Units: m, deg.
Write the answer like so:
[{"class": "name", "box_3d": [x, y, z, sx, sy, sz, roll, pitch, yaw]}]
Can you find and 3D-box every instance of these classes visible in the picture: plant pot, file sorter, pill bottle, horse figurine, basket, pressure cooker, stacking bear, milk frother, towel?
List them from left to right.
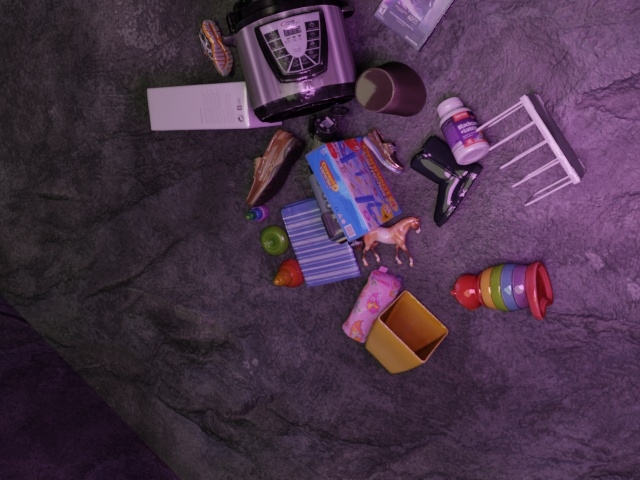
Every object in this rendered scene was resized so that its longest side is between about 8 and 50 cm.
[{"class": "pressure cooker", "box_3d": [-0.092, -0.621, 1.763, 0.376, 0.370, 0.420, -7, 100, 41]}, {"class": "towel", "box_3d": [0.000, 0.000, 2.089, 0.243, 0.040, 0.336, -15, 98, 28]}, {"class": "milk frother", "box_3d": [0.037, -0.388, 1.924, 0.134, 0.143, 0.129, 100, 152, -59]}, {"class": "horse figurine", "box_3d": [0.229, 0.004, 1.943, 0.263, 0.066, 0.174, 1, 110, 26]}, {"class": "basket", "box_3d": [0.210, -0.475, 1.721, 0.204, 0.227, 0.154, 48, 120, 9]}, {"class": "plant pot", "box_3d": [0.283, 0.344, 1.939, 0.212, 0.212, 0.187, 45, 132, 10]}, {"class": "pill bottle", "box_3d": [0.434, -0.341, 1.689, 0.108, 0.108, 0.193, -33, 68, 31]}, {"class": "stacking bear", "box_3d": [0.567, 0.158, 1.756, 0.289, 0.175, 0.164, -9, 102, 38]}, {"class": "file sorter", "box_3d": [0.610, -0.261, 1.588, 0.173, 0.193, 0.277, -34, 87, 34]}]

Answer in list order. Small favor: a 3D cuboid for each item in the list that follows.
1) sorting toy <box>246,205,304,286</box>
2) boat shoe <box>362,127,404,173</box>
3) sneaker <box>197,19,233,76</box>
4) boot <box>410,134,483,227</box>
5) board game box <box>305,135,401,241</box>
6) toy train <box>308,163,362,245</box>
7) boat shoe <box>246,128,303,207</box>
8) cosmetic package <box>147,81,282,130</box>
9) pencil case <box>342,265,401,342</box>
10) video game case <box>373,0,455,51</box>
[{"class": "sorting toy", "box_3d": [-0.197, 0.036, 2.148, 0.127, 0.126, 0.365, -25, 92, 32]}, {"class": "boat shoe", "box_3d": [0.223, -0.306, 1.856, 0.183, 0.066, 0.066, 47, 119, 9]}, {"class": "sneaker", "box_3d": [-0.402, -0.722, 2.077, 0.083, 0.084, 0.214, -20, 91, 45]}, {"class": "boot", "box_3d": [0.378, -0.194, 1.785, 0.207, 0.094, 0.246, 34, 111, 12]}, {"class": "board game box", "box_3d": [0.119, -0.181, 1.811, 0.086, 0.302, 0.308, -26, 91, 31]}, {"class": "toy train", "box_3d": [0.055, -0.139, 1.891, 0.142, 0.190, 0.333, -23, 79, 19]}, {"class": "boat shoe", "box_3d": [-0.189, -0.274, 2.069, 0.120, 0.122, 0.324, 43, 112, 17]}, {"class": "cosmetic package", "box_3d": [-0.395, -0.500, 2.043, 0.453, 0.230, 0.161, 4, 105, 27]}, {"class": "pencil case", "box_3d": [0.186, 0.238, 2.006, 0.124, 0.124, 0.284, 33, 116, 17]}, {"class": "video game case", "box_3d": [0.316, -0.763, 1.700, 0.196, 0.026, 0.274, 43, 120, 11]}]
